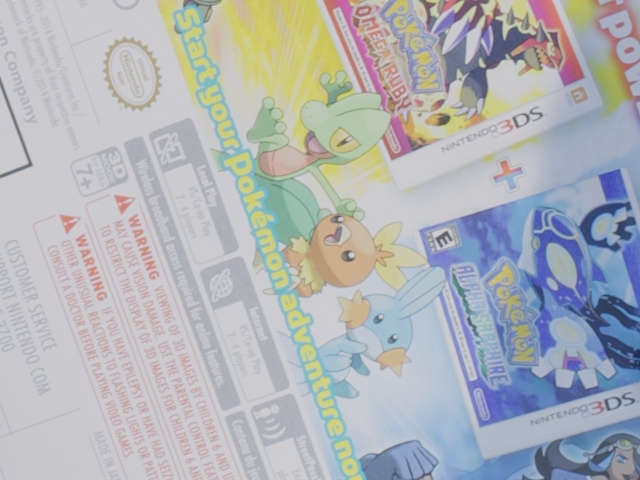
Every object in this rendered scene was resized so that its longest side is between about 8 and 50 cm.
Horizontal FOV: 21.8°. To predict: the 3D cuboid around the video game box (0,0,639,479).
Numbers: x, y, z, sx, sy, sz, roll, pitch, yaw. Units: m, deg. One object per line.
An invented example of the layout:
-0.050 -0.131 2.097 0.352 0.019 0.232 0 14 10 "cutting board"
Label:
0.000 0.000 0.392 0.187 0.048 0.205 -20 91 10 "video game box"
